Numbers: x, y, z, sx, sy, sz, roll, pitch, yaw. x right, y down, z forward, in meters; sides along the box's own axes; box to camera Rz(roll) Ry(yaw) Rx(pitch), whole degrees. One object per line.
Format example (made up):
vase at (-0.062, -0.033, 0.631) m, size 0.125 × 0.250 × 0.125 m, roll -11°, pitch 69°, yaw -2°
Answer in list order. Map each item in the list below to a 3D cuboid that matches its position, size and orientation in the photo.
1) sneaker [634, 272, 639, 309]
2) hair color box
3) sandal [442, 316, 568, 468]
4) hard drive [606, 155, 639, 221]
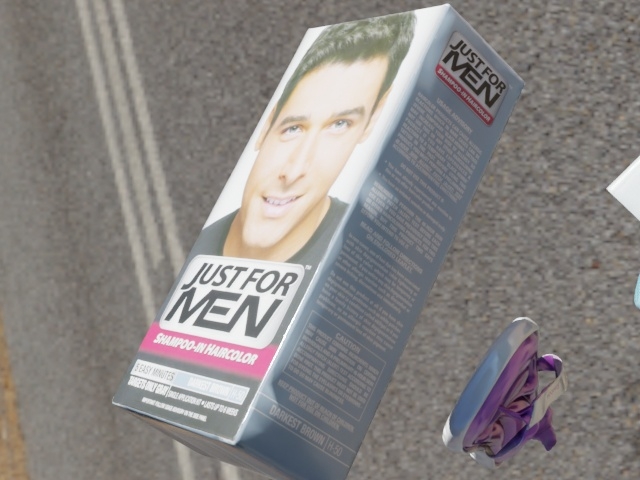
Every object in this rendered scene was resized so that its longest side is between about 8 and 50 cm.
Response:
sneaker at (0.409, -0.024, 0.951) m, size 0.208 × 0.319 × 0.127 m, roll 27°, pitch 146°, yaw 18°
hair color box at (0.000, 0.000, 0.903) m, size 0.185 × 0.113 × 0.375 m, roll 4°, pitch 62°, yaw 52°
sandal at (0.234, 0.192, 1.287) m, size 0.102 × 0.416 × 0.169 m, roll 28°, pitch 84°, yaw 18°
hard drive at (0.605, -0.115, 1.638) m, size 0.203 × 0.040 × 0.307 m, roll 45°, pitch 103°, yaw 4°
